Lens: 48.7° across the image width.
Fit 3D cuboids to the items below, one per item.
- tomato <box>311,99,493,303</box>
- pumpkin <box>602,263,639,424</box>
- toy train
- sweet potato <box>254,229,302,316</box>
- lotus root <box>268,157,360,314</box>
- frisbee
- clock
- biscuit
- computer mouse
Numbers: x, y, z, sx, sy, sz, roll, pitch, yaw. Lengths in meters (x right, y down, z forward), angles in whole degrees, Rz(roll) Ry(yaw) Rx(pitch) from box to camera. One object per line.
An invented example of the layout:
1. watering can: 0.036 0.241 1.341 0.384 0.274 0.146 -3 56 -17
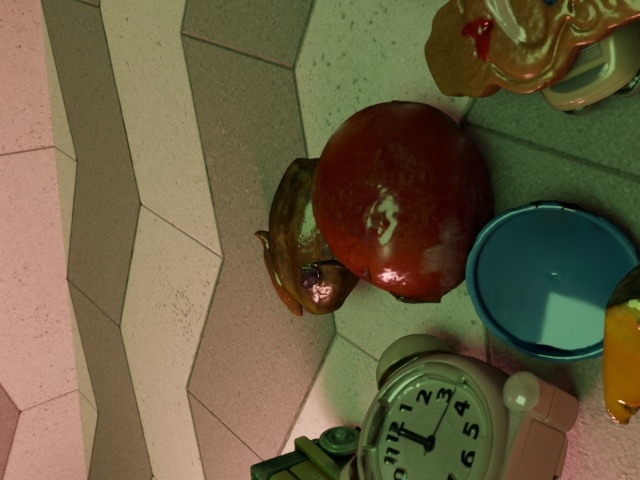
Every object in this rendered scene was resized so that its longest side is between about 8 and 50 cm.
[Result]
1. tomato: 0.118 -0.045 1.030 0.309 0.170 0.308 4 110 10
2. pumpkin: 0.458 0.136 0.748 0.303 0.226 0.256 39 136 27
3. toy train: 0.036 0.495 1.324 0.397 0.253 0.160 22 120 56
4. sweet potato: -0.081 0.068 1.486 0.058 0.055 0.202 -28 83 52
5. lotus root: 0.009 0.003 1.257 0.193 0.193 0.290 31 126 40
6. frisbee: 0.323 0.056 0.978 0.242 0.045 0.242 12 116 26
7. clock: 0.191 0.324 1.090 0.326 0.184 0.342 6 66 46
8. biscuit: 0.244 -0.283 0.837 0.334 0.047 0.201 -32 77 52
9. computer mouse: 0.310 -0.274 0.861 0.145 0.082 0.236 -22 86 51
